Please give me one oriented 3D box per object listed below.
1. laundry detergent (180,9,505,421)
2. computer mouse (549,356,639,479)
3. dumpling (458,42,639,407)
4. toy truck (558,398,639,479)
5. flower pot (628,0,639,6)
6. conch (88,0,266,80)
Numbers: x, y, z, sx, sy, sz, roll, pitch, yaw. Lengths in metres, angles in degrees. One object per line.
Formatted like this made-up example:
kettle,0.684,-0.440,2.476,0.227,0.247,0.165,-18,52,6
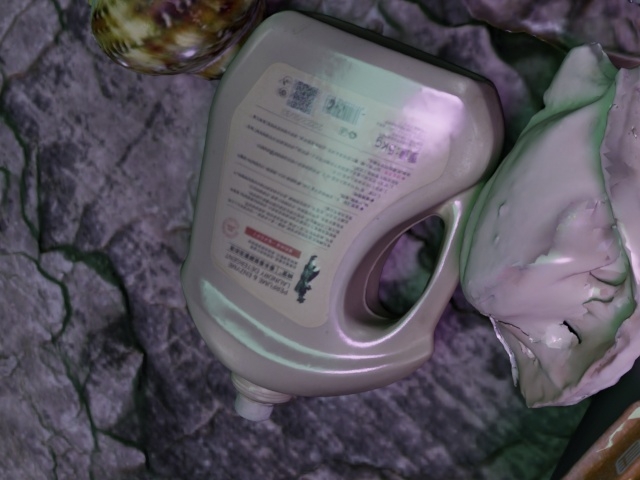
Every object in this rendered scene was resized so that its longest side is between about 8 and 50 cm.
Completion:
laundry detergent,0.000,0.000,0.583,0.181,0.091,0.254,24,107,15
computer mouse,0.205,0.113,0.516,0.120,0.057,0.232,27,111,17
dumpling,0.135,-0.003,0.487,0.118,0.136,0.199,3,97,-5
toy truck,0.245,0.235,0.413,0.338,0.184,0.133,34,112,-5
flower pot,0.167,-0.162,0.469,0.229,0.108,0.103,24,107,23
conch,-0.100,-0.188,0.593,0.187,0.124,0.182,19,117,48
